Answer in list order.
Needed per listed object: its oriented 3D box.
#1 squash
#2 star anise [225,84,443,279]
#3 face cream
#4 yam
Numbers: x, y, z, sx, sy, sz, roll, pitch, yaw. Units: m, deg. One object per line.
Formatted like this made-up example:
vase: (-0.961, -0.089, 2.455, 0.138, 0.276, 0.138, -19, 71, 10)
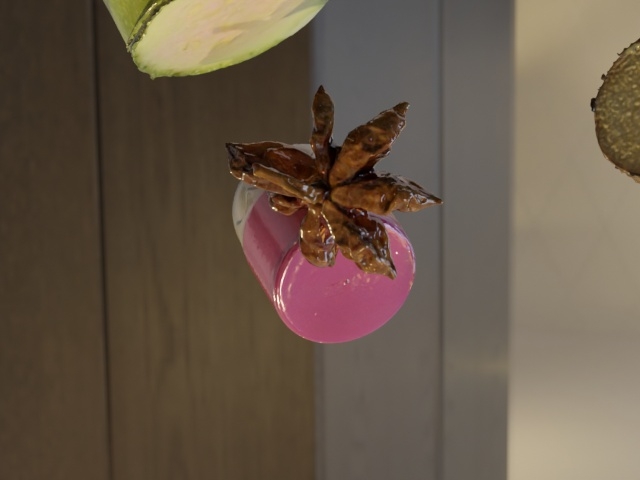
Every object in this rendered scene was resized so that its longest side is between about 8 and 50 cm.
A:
squash: (-0.154, -0.391, 1.704, 0.263, 0.384, 0.263, -25, 169, -5)
star anise: (0.015, -0.049, 1.676, 0.212, 0.196, 0.111, -11, -153, 15)
face cream: (0.000, 0.000, 1.954, 0.175, 0.175, 0.195, -4, -149, -18)
yam: (0.351, -0.086, 1.530, 0.238, 0.129, 0.128, 28, -164, -51)
